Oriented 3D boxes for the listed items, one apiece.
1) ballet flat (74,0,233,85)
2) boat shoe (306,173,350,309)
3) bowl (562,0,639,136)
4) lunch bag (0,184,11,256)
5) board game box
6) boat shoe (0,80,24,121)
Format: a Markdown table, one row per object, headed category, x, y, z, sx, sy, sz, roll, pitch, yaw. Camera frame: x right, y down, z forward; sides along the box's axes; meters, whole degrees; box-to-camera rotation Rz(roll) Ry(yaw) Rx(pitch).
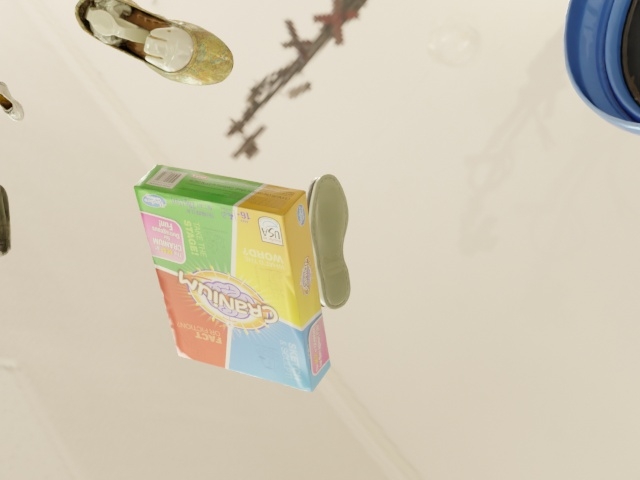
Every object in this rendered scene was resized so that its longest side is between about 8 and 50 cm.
| category | x | y | z | sx | sy | sz | roll | pitch | yaw |
| --- | --- | --- | --- | --- | --- | --- | --- | --- | --- |
| ballet flat | -0.334 | -0.392 | 2.004 | 0.348 | 0.123 | 0.123 | 28 | -172 | 19 |
| boat shoe | 0.000 | 0.000 | 1.731 | 0.081 | 0.228 | 0.068 | -10 | -167 | -34 |
| bowl | 0.418 | -0.271 | 1.034 | 0.077 | 0.391 | 0.391 | 26 | -162 | -30 |
| lunch bag | -0.655 | -0.072 | 1.679 | 0.169 | 0.235 | 0.287 | -72 | -35 | -70 |
| board game box | -0.120 | 0.056 | 1.474 | 0.242 | 0.316 | 0.064 | 11 | -140 | 26 |
| boat shoe | -0.578 | -0.249 | 1.912 | 0.100 | 0.035 | 0.035 | 75 | -175 | -54 |
